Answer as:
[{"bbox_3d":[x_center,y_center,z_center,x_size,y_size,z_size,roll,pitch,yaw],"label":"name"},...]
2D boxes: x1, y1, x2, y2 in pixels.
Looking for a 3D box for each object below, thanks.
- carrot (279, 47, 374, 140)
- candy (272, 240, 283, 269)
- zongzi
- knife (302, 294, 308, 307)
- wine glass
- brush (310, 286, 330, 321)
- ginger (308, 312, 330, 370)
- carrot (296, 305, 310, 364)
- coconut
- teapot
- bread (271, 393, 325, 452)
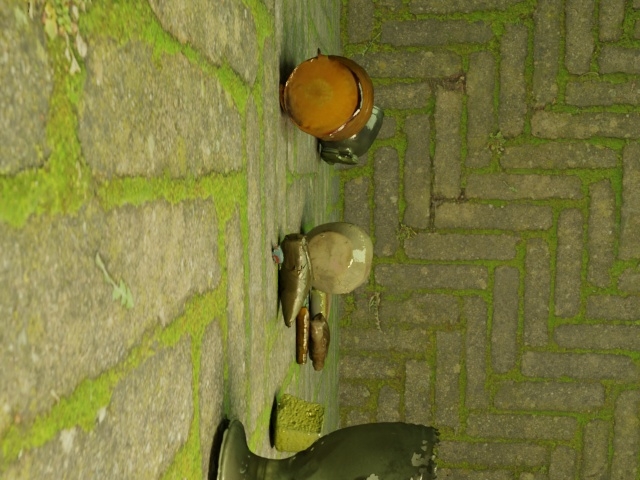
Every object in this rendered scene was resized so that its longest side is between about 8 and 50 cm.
[{"bbox_3d":[0.028,-0.364,1.662,0.340,0.224,0.224,-67,157,-78],"label":"carrot"},{"bbox_3d":[-0.095,0.035,1.448,0.083,0.020,0.030,82,9,-53],"label":"candy"},{"bbox_3d":[-0.067,0.087,1.512,0.176,0.079,0.160,-71,156,-48],"label":"zongzi"},{"bbox_3d":[-0.049,0.242,1.935,0.078,0.023,0.166,-77,173,-67],"label":"knife"},{"bbox_3d":[0.023,0.363,0.984,0.190,0.357,0.190,2,90,-82],"label":"wine glass"},{"bbox_3d":[-0.011,0.287,2.213,0.067,0.072,0.312,-41,139,-52],"label":"brush"},{"bbox_3d":[-0.005,0.311,2.009,0.333,0.080,0.166,167,-81,-86],"label":"ginger"},{"bbox_3d":[-0.051,0.272,1.846,0.042,0.042,0.170,-37,130,-83],"label":"carrot"},{"bbox_3d":[0.050,0.053,1.962,0.230,0.227,0.226,13,77,-74],"label":"coconut"},{"bbox_3d":[0.065,-0.403,2.412,0.240,0.322,0.239,16,90,-44],"label":"teapot"},{"bbox_3d":[-0.053,0.421,1.471,0.129,0.115,0.111,-78,175,-49],"label":"bread"}]
